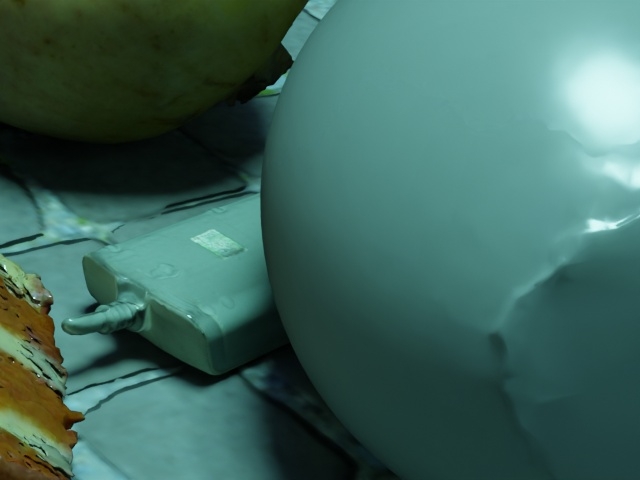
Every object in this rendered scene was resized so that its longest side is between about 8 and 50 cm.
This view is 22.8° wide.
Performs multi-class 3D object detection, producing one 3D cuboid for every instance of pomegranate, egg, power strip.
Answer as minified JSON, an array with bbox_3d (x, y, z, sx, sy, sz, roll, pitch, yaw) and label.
[{"bbox_3d":[-0.088,-0.127,0.635,0.191,0.191,0.191,9,28,-5],"label":"pomegranate"},{"bbox_3d":[0.068,-0.013,0.485,0.176,0.176,0.232,5,29,-12],"label":"egg"},{"bbox_3d":[0.000,0.000,0.593,0.060,0.027,0.253,31,34,30],"label":"power strip"}]

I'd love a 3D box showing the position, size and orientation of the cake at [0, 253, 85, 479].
[{"bbox_3d":[-0.188,-0.023,0.429,0.262,0.159,0.158,4,26,-17],"label":"cake"}]
